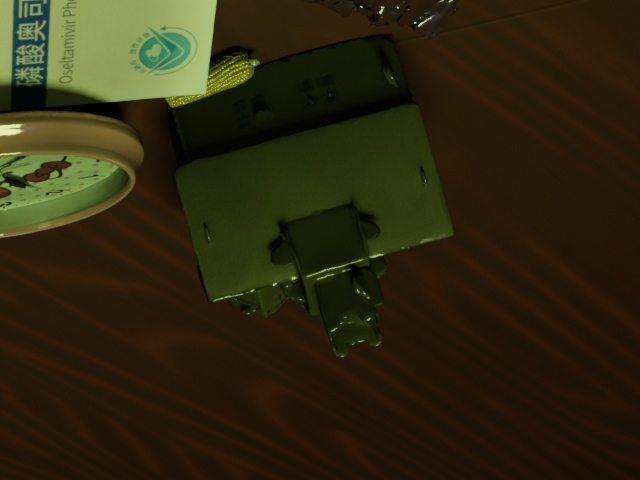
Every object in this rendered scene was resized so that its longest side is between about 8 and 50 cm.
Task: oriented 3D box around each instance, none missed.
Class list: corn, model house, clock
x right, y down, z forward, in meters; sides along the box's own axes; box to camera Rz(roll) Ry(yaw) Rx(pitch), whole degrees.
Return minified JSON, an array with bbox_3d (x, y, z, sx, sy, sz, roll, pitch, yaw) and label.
[{"bbox_3d":[-0.089,-0.133,1.598,0.083,0.027,0.028,-21,175,7],"label":"corn"},{"bbox_3d":[0.000,0.000,1.621,0.211,0.243,0.204,-16,143,-3],"label":"model house"},{"bbox_3d":[-0.261,-0.056,1.549,0.244,0.056,0.244,-9,165,-3],"label":"clock"}]

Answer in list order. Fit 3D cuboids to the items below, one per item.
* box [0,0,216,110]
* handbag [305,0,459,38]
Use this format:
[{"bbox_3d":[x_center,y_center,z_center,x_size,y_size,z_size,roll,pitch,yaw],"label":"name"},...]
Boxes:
[{"bbox_3d":[-0.169,-0.234,1.402,0.200,0.065,0.343,-6,141,-15],"label":"box"},{"bbox_3d":[0.051,-0.257,1.462,0.203,0.074,0.216,12,136,-33],"label":"handbag"}]
